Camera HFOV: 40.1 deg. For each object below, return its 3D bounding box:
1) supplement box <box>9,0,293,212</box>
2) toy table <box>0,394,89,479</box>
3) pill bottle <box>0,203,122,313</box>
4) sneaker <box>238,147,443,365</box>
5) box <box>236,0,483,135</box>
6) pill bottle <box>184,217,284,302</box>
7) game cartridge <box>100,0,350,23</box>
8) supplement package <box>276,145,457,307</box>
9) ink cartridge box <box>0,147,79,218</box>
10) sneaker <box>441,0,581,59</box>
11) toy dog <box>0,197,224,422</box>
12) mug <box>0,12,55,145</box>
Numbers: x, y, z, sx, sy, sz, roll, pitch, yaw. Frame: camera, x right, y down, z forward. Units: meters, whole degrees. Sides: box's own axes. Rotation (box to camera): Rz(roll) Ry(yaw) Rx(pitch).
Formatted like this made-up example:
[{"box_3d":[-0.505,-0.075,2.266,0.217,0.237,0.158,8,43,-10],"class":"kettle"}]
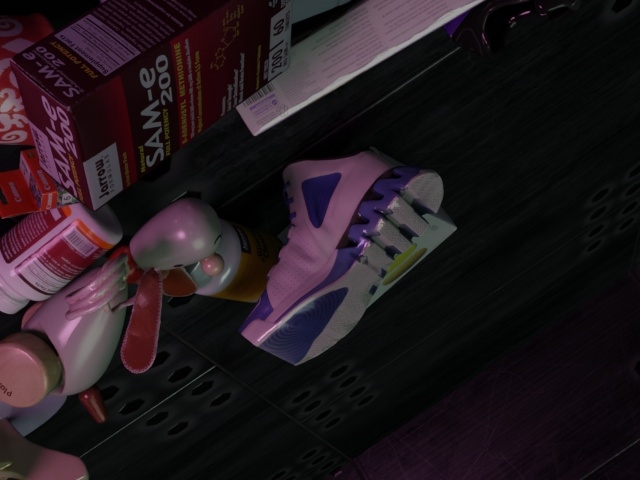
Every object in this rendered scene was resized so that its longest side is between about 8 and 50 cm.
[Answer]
[{"box_3d":[-0.126,-0.146,0.724,0.239,0.073,0.130,-42,159,-27],"class":"supplement box"},{"box_3d":[-0.462,0.311,1.203,0.274,0.161,0.252,-29,153,-9],"class":"toy table"},{"box_3d":[-0.300,0.010,0.963,0.152,0.086,0.086,-37,154,7],"class":"pill bottle"},{"box_3d":[0.001,-0.001,1.159,0.315,0.182,0.127,-49,142,-2],"class":"sneaker"},{"box_3d":[0.048,-0.222,0.930,0.324,0.063,0.067,-31,110,7],"class":"box"},{"box_3d":[-0.128,0.025,1.165,0.103,0.103,0.184,-43,153,18],"class":"pill bottle"},{"box_3d":[-0.064,-0.271,0.799,0.294,0.060,0.196,-25,156,-19],"class":"game cartridge"},{"box_3d":[0.054,0.002,1.300,0.244,0.134,0.139,-43,153,17],"class":"supplement package"},{"box_3d":[-0.275,-0.064,0.890,0.115,0.063,0.029,-16,150,-33],"class":"ink cartridge box"},{"box_3d":[0.254,-0.321,0.972,0.102,0.146,0.293,4,135,-51],"class":"sneaker"},{"box_3d":[-0.230,0.104,1.012,0.333,0.161,0.220,-29,-163,39],"class":"toy dog"},{"box_3d":[-0.313,-0.115,0.712,0.169,0.113,0.150,-7,139,-38],"class":"mug"}]
